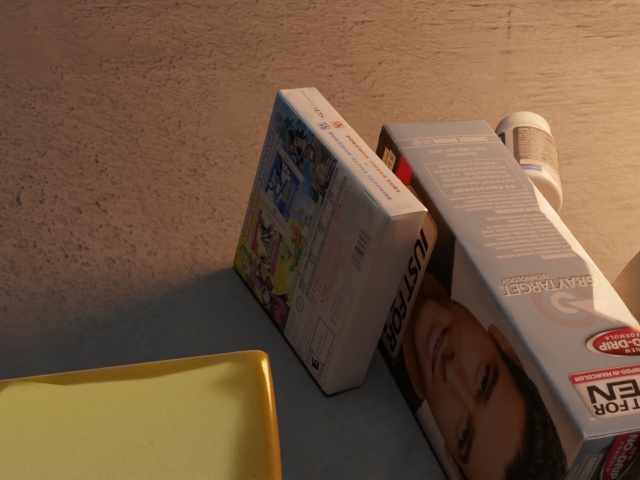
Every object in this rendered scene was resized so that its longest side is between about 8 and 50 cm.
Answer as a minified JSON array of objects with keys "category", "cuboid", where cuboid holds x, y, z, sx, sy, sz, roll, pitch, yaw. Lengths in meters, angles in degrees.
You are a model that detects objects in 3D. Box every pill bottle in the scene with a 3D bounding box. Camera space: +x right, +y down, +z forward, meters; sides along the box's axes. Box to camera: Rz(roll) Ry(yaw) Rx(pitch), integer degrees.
[{"category":"pill bottle","cuboid":[0.227,-0.081,1.303,0.078,0.078,0.137,12,39,-2]}]

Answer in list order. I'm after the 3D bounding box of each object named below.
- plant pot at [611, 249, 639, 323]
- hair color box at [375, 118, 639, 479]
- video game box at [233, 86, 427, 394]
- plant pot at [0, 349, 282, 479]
[{"category":"plant pot","cuboid":[0.391,0.132,0.933,0.334,0.333,0.305,-11,34,-28]},{"category":"hair color box","cuboid":[0.148,0.079,0.997,0.114,0.185,0.374,-5,42,-23]},{"category":"video game box","cuboid":[0.000,0.000,1.037,0.048,0.205,0.187,-12,45,-34]},{"category":"plant pot","cuboid":[-0.129,0.214,0.751,0.212,0.212,0.187,-5,55,-22]}]
